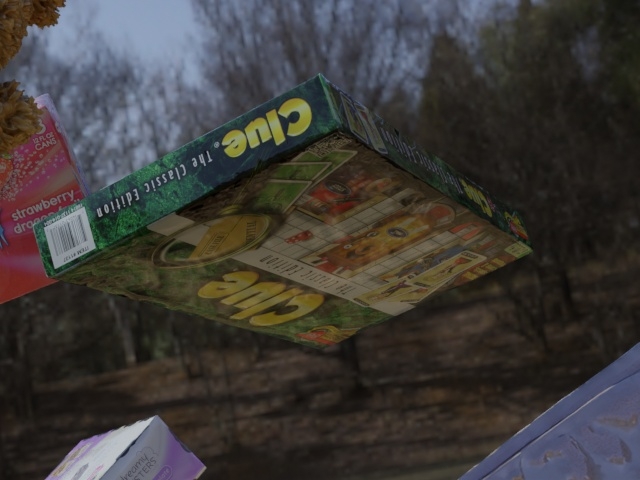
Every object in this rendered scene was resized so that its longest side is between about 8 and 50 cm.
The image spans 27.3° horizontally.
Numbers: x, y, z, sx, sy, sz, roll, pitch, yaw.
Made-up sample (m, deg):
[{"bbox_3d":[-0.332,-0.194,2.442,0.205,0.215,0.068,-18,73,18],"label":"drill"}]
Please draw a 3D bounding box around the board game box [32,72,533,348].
[{"bbox_3d":[0.000,0.000,0.610,0.136,0.030,0.260,-24,-19,20],"label":"board game box"}]

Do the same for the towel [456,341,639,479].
[{"bbox_3d":[0.220,0.188,0.565,0.317,0.332,0.053,-29,-24,-43],"label":"towel"}]

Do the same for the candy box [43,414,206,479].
[{"bbox_3d":[-0.213,0.249,1.188,0.165,0.070,0.196,-48,12,-30],"label":"candy box"}]

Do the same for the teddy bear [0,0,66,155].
[{"bbox_3d":[-0.269,-0.146,0.867,0.113,0.245,0.338,0,25,26],"label":"teddy bear"}]

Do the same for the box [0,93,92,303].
[{"bbox_3d":[-0.354,-0.006,1.183,0.300,0.154,0.142,-21,12,-6],"label":"box"}]
